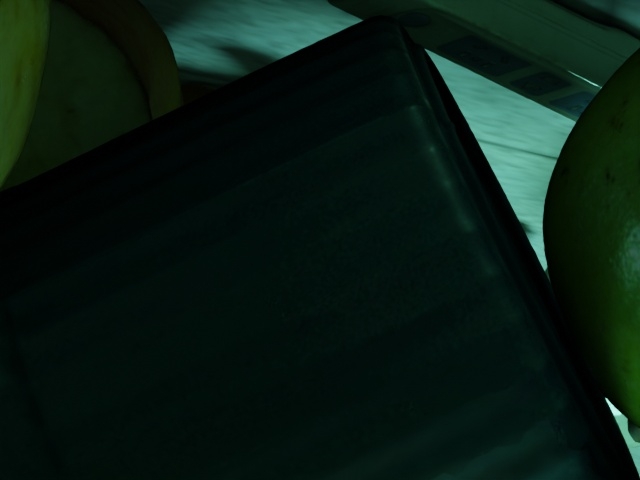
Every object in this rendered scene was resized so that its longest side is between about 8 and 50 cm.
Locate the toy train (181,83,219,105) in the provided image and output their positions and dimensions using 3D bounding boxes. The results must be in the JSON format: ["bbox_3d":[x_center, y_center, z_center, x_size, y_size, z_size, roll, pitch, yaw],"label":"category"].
[{"bbox_3d":[0.000,0.000,1.019,0.177,0.116,0.285,23,173,34],"label":"toy train"}]

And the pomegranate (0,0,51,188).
[{"bbox_3d":[-0.235,-0.084,0.561,0.307,0.307,0.307,15,167,4],"label":"pomegranate"}]

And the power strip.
[{"bbox_3d":[0.071,-0.086,0.717,0.191,0.030,0.047,22,165,-24],"label":"power strip"}]

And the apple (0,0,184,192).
[{"bbox_3d":[-0.159,-0.021,0.856,0.251,0.163,0.293,-17,119,5],"label":"apple"}]

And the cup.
[{"bbox_3d":[-0.034,0.098,0.699,0.308,0.292,0.242,60,-171,-20],"label":"cup"}]

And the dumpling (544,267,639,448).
[{"bbox_3d":[0.186,0.056,0.950,0.151,0.124,0.229,18,179,12],"label":"dumpling"}]

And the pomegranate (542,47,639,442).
[{"bbox_3d":[0.156,0.016,0.634,0.179,0.210,0.179,25,-154,-13],"label":"pomegranate"}]
